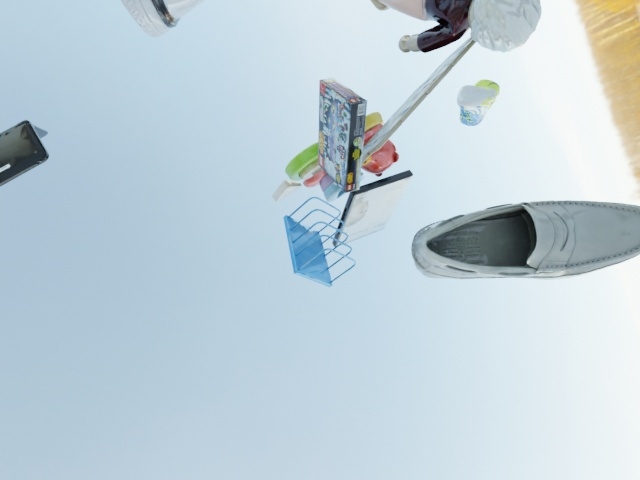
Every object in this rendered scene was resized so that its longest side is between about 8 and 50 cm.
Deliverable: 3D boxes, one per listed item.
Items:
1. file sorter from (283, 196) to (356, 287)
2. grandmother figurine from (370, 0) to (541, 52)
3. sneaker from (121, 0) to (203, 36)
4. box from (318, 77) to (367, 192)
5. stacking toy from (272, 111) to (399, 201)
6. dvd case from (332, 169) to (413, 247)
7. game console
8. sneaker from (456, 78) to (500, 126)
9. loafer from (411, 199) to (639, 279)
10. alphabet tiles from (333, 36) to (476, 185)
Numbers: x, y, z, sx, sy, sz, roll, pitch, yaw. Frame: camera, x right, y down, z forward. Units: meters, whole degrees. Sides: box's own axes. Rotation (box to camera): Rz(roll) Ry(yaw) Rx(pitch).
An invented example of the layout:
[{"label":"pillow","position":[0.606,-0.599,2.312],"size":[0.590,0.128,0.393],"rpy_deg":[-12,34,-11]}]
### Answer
[{"label":"file sorter","position":[0.000,0.000,0.959],"size":[0.118,0.104,0.170],"rpy_deg":[25,-142,-39]},{"label":"grandmother figurine","position":[0.196,-0.386,0.624],"size":[0.103,0.208,0.342],"rpy_deg":[-8,-135,-25]},{"label":"sneaker","position":[-0.225,-0.489,0.566],"size":[0.137,0.210,0.366],"rpy_deg":[48,-161,-89]},{"label":"box","position":[0.028,-0.151,0.590],"size":[0.027,0.094,0.137],"rpy_deg":[-16,-47,-20]},{"label":"stacking toy","position":[0.040,-0.163,1.054],"size":[0.279,0.309,0.130],"rpy_deg":[-31,-96,-27]},{"label":"dvd case","position":[0.133,-0.079,1.097],"size":[0.180,0.253,0.022],"rpy_deg":[-21,-115,-21]},{"label":"game console","position":[-0.432,-0.105,0.562],"size":[0.122,0.071,0.107],"rpy_deg":[-35,-108,-11]},{"label":"sneaker","position":[0.430,-0.366,1.136],"size":[0.240,0.091,0.126],"rpy_deg":[-34,-34,-43]},{"label":"loafer","position":[0.286,0.002,0.552],"size":[0.111,0.319,0.112],"rpy_deg":[42,-141,-78]},{"label":"alphabet tiles","position":[0.150,-0.235,0.759],"size":[0.011,0.285,0.342],"rpy_deg":[42,-90,-7]}]
